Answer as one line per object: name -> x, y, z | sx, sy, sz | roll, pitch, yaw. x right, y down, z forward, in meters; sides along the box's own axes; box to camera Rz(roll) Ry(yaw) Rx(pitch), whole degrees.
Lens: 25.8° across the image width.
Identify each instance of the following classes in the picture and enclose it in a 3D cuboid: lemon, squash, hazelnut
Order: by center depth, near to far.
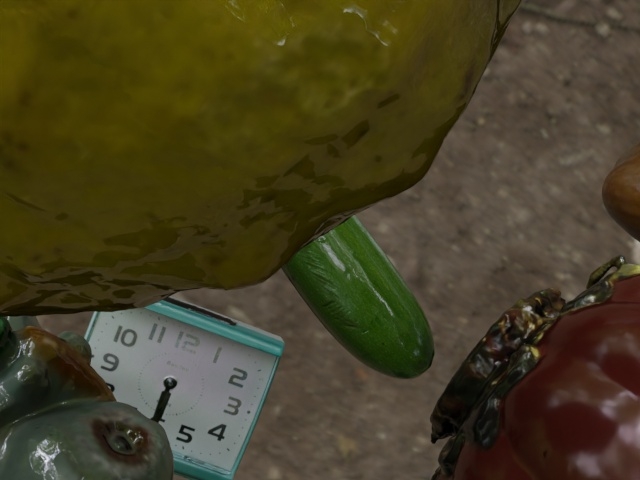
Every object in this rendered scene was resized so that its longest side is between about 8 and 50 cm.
lemon -> -0.079, -0.105, 0.475 | 0.316, 0.285, 0.285 | -4, 68, -5
squash -> 0.000, 0.001, 1.209 | 0.082, 0.082, 0.292 | -35, 91, 17
hazelnut -> 0.460, -0.068, 1.734 | 0.186, 0.210, 0.210 | -56, 51, 34

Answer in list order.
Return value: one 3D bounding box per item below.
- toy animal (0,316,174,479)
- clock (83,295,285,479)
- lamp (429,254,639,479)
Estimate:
toy animal -> -0.146, 0.122, 0.753 | 0.251, 0.127, 0.125 | 40, 85, 25
clock -> -0.209, 0.192, 1.943 | 0.262, 0.116, 0.231 | 20, 101, -7
lamp -> 0.159, 0.122, 0.683 | 0.227, 0.227, 0.227 | -11, 68, 28
